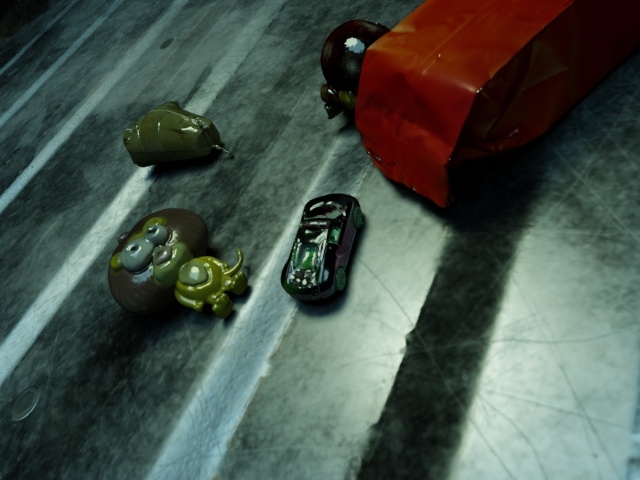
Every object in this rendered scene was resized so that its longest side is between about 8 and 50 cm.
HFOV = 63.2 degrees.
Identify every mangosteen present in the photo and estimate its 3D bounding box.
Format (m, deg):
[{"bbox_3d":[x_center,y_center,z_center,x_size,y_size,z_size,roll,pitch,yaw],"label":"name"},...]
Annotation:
[{"bbox_3d":[0.051,-0.221,0.695,0.140,0.140,0.140,-17,46,18],"label":"mangosteen"}]

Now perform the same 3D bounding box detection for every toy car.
[{"bbox_3d":[0.000,0.000,0.572,0.069,0.055,0.142,-1,54,27],"label":"toy car"}]

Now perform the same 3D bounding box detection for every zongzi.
[{"bbox_3d":[-0.211,-0.200,0.867,0.188,0.081,0.178,-2,42,23],"label":"zongzi"}]

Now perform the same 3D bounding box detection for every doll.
[{"bbox_3d":[-0.174,0.022,0.636,0.188,0.096,0.145,-2,59,18],"label":"doll"}]

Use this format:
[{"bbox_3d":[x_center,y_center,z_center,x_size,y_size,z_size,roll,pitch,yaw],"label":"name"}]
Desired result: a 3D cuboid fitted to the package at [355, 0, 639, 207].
[{"bbox_3d":[0.221,-0.230,0.589,0.423,0.123,0.196,-41,41,-8],"label":"package"}]
